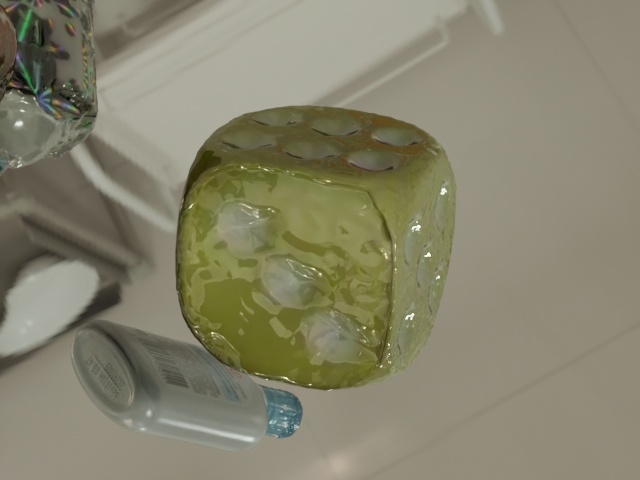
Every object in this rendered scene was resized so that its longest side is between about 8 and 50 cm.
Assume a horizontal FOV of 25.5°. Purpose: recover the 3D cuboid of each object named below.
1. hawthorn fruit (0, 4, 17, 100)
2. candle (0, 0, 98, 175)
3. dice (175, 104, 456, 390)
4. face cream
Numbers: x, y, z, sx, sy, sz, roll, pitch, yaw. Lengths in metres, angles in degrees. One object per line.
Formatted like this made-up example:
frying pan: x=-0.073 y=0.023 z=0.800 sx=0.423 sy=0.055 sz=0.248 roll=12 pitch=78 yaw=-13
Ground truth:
hawthorn fruit: x=-0.366 y=-0.164 z=1.155 sx=0.181 sy=0.235 sz=0.181 roll=-57 pitch=178 yaw=-3
candle: x=-0.320 y=-0.165 z=1.447 sx=0.187 sy=0.330 sz=0.187 roll=-5 pitch=155 yaw=-3
dice: x=0.000 y=0.000 z=1.461 sx=0.227 sy=0.238 sz=0.233 roll=-47 pitch=145 yaw=-59
face cream: x=-0.141 y=0.181 z=1.671 sx=0.080 sy=0.163 sz=0.337 roll=-52 pitch=144 yaw=11
